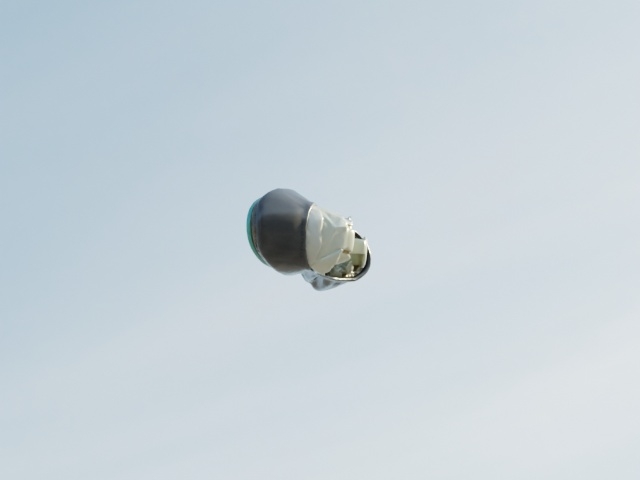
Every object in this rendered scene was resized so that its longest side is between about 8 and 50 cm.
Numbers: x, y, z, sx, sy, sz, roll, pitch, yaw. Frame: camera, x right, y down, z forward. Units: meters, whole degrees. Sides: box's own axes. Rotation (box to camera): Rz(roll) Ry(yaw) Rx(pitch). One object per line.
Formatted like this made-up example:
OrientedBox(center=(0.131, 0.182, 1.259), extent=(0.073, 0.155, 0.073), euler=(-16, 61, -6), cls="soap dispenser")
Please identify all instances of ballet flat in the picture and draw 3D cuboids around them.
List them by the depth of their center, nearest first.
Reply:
OrientedBox(center=(0.000, 0.000, 1.423), extent=(0.074, 0.074, 0.203), euler=(-20, -16, 11), cls="ballet flat")
